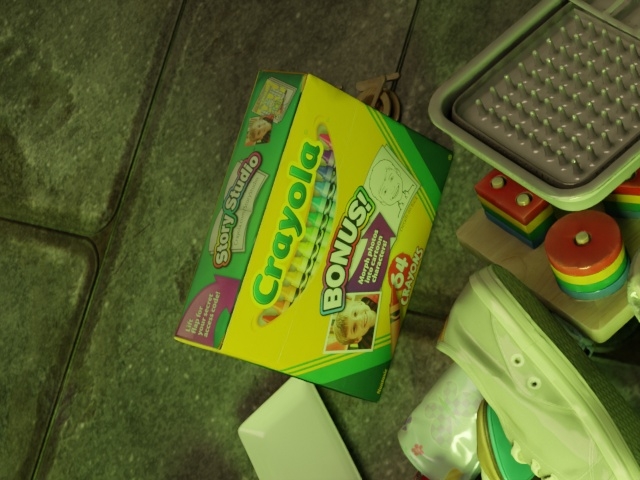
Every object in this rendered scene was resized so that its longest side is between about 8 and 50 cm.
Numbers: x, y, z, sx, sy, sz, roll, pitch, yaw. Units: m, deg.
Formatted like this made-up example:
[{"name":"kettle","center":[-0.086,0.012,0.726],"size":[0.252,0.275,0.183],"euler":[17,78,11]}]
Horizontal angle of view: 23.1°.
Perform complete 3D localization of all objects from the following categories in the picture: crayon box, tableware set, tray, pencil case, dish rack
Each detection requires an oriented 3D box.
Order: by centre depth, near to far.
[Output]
[{"name":"dish rack","center":[0.326,-0.181,1.872],"size":[0.333,0.072,0.285],"euler":[-40,48,-13]},{"name":"pencil case","center":[0.217,0.184,1.931],"size":[0.273,0.113,0.124],"euler":[-50,65,15]},{"name":"crayon box","center":[0.000,0.000,2.047],"size":[0.106,0.313,0.363],"euler":[12,82,42]},{"name":"tray","center":[-0.012,0.319,2.132],"size":[0.145,0.030,0.270],"euler":[-44,51,19]},{"name":"tableware set","center":[0.029,-0.176,2.275],"size":[0.194,0.039,0.128],"euler":[-11,67,38]}]

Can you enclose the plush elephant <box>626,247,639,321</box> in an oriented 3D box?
[{"name":"plush elephant","center":[0.484,0.045,1.648],"size":[0.255,0.272,0.330],"euler":[-65,8,-10]}]

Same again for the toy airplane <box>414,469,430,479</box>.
[{"name":"toy airplane","center":[0.111,0.345,2.006],"size":[0.151,0.028,0.151],"euler":[-41,43,53]}]

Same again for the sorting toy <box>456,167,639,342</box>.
[{"name":"sorting toy","center":[0.326,-0.046,1.866],"size":[0.257,0.089,0.255],"euler":[-40,47,-13]}]

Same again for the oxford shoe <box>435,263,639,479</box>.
[{"name":"oxford shoe","center":[0.290,0.229,1.766],"size":[0.130,0.169,0.449],"euler":[-43,73,14]}]

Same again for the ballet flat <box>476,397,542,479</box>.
[{"name":"ballet flat","center":[0.230,0.298,1.856],"size":[0.073,0.080,0.232],"euler":[-32,82,44]}]
